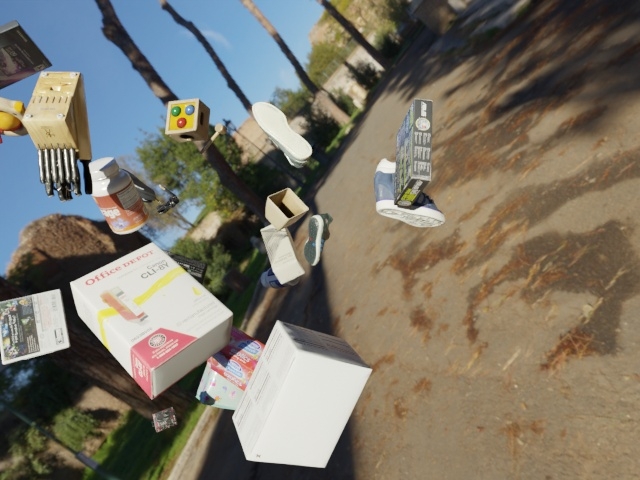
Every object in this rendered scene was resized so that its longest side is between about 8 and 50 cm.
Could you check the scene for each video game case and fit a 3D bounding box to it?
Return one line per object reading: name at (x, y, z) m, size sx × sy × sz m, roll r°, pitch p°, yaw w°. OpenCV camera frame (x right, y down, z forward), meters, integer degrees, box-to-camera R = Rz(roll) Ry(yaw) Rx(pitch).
video game case at (-0.876, 0.259, 1.296) m, size 0.173 × 0.190 × 0.022 m, roll -13°, pitch -18°, yaw -24°
video game case at (-0.959, -0.512, 1.235) m, size 0.274 × 0.026 × 0.196 m, roll -33°, pitch -4°, yaw -12°

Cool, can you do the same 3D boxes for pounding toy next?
pounding toy at (-0.450, -0.413, 1.539) m, size 0.094 × 0.206 × 0.181 m, roll 32°, pitch -120°, yaw -71°

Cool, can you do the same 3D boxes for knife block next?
knife block at (-0.623, -0.242, 1.050) m, size 0.242 × 0.088 × 0.275 m, roll 102°, pitch 161°, yaw -53°

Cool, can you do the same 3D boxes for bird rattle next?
bird rattle at (-0.966, -0.357, 1.255) m, size 0.253 × 0.207 × 0.143 m, roll 123°, pitch 148°, yaw -54°

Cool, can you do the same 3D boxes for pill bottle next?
pill bottle at (-0.620, -0.136, 1.292) m, size 0.121 × 0.216 × 0.121 m, roll -8°, pitch 37°, yaw 6°
pill bottle at (-0.206, 0.182, 2.129) m, size 0.187 × 0.112 × 0.112 m, roll -15°, pitch 29°, yaw 38°

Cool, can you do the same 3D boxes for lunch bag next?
lunch bag at (-0.392, 0.639, 1.916) m, size 0.160 × 0.262 × 0.223 m, roll -8°, pitch 62°, yaw 60°

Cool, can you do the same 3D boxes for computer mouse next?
computer mouse at (-0.695, -0.192, 1.684) m, size 0.184 × 0.262 × 0.060 m, roll -14°, pitch 44°, yaw 40°

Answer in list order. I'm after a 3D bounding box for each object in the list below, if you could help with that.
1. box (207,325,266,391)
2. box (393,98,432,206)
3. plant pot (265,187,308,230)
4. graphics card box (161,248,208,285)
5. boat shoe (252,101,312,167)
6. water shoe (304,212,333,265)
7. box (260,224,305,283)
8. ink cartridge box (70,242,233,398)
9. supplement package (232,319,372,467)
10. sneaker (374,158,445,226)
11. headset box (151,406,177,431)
box at (-0.266, 0.431, 1.508) m, size 0.128 × 0.257 × 0.122 m, roll -32°, pitch -39°, yaw -52°
box at (0.289, -0.268, 1.340) m, size 0.216 × 0.060 × 0.270 m, roll 107°, pitch 169°, yaw -72°
plant pot at (-0.127, -0.098, 1.467) m, size 0.109 × 0.109 × 0.096 m, roll -31°, pitch -18°, yaw -44°
graphics card box at (-0.623, 0.204, 1.780) m, size 0.371 × 0.233 × 0.094 m, roll -95°, pitch 29°, yaw -54°
boat shoe at (-0.162, -0.413, 1.676) m, size 0.116 × 0.319 × 0.099 m, roll -37°, pitch -13°, yaw -27°
water shoe at (0.000, 0.000, 1.435) m, size 0.080 × 0.073 × 0.203 m, roll -21°, pitch -41°, yaw -33°
box at (-0.162, 0.043, 1.783) m, size 0.113 × 0.094 × 0.275 m, roll -27°, pitch 43°, yaw 0°
ink cartridge box at (-0.493, 0.216, 1.254) m, size 0.279 × 0.385 × 0.160 m, roll -34°, pitch -29°, yaw -41°
supplement package at (-0.045, 0.352, 0.973) m, size 0.261 × 0.204 × 0.145 m, roll -65°, pitch 28°, yaw 6°
sneaker at (0.339, -0.191, 1.578) m, size 0.130 × 0.323 × 0.236 m, roll -21°, pitch 61°, yaw 57°
headset box at (-0.580, 0.665, 1.575) m, size 0.083 × 0.062 × 0.032 m, roll -15°, pitch -45°, yaw -21°
